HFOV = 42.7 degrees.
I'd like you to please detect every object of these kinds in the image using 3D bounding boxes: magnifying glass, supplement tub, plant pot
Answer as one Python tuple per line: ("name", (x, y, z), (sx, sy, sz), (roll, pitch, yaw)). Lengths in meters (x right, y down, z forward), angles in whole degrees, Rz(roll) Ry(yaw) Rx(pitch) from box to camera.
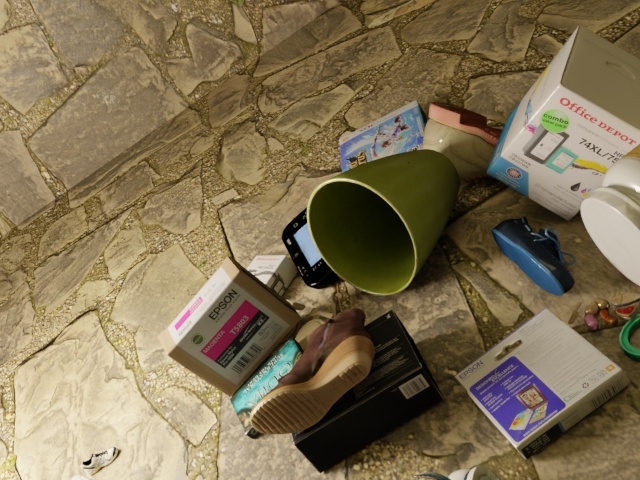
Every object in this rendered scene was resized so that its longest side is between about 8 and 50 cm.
("magnifying glass", (0.578, 0.112, 1.297), (0.231, 0.026, 0.092), (-34, 30, -1))
("supplement tub", (0.613, -0.085, 1.341), (0.316, 0.228, 0.228), (-37, 31, -5))
("plant pot", (0.167, -0.076, 1.762), (0.275, 0.275, 0.293), (0, 30, 44))

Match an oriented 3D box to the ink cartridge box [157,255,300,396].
("ink cartridge box", (-0.191, 0.184, 1.728), (0.234, 0.193, 0.088), (-49, 31, 2))

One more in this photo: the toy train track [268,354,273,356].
("toy train track", (-0.127, 0.246, 1.798), (0.083, 0.014, 0.048), (-1, 44, 42))

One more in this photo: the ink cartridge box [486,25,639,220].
("ink cartridge box", (0.486, -0.220, 1.563), (0.197, 0.198, 0.270), (-61, 1, -37))

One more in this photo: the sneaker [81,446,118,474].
("sneaker", (-0.484, 0.478, 1.792), (0.083, 0.037, 0.032), (-37, 29, -8))

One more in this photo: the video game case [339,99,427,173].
("video game case", (0.172, -0.237, 2.145), (0.244, 0.061, 0.269), (-26, 32, 15))

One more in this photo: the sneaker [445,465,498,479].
("sneaker", (0.187, 0.436, 1.177), (0.095, 0.090, 0.235), (-23, 26, 45))

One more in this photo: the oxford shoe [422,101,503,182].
("oxford shoe", (0.378, -0.186, 1.845), (0.397, 0.140, 0.146), (42, 122, 49))

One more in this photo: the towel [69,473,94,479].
("towel", (-0.469, 0.573, 1.633), (0.282, 0.049, 0.187), (-1, 44, 42))

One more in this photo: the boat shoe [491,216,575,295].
("boat shoe", (0.406, 0.009, 1.531), (0.089, 0.109, 0.258), (-31, 32, -1))

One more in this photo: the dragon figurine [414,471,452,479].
("dragon figurine", (0.211, 0.420, 1.050), (0.144, 0.289, 0.085), (-24, -26, -45))

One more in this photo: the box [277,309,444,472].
("box", (0.067, 0.271, 1.490), (0.261, 0.103, 0.184), (-32, 33, 5))

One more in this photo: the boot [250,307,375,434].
("boot", (-0.013, 0.232, 1.472), (0.248, 0.090, 0.207), (-31, 18, 9))

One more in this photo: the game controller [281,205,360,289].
("game controller", (0.000, 0.000, 1.971), (0.166, 0.067, 0.319), (-34, 30, 1))

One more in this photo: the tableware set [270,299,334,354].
("tableware set", (-0.045, 0.204, 1.754), (0.194, 0.039, 0.128), (10, 62, 55))

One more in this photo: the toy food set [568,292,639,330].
("toy food set", (0.481, 0.122, 1.370), (0.122, 0.019, 0.078), (-12, 30, 46))

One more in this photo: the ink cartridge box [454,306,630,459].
("ink cartridge box", (0.353, 0.226, 1.332), (0.206, 0.045, 0.208), (-36, 31, -2))

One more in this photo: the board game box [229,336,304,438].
("board game box", (-0.097, 0.295, 1.650), (0.186, 0.026, 0.126), (-47, 31, 3))

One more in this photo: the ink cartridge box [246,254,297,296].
("ink cartridge box", (-0.140, 0.106, 1.958), (0.109, 0.063, 0.150), (-2, 44, 43))
